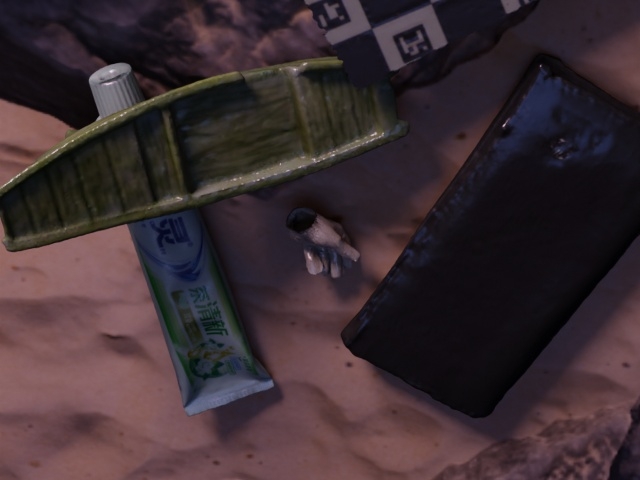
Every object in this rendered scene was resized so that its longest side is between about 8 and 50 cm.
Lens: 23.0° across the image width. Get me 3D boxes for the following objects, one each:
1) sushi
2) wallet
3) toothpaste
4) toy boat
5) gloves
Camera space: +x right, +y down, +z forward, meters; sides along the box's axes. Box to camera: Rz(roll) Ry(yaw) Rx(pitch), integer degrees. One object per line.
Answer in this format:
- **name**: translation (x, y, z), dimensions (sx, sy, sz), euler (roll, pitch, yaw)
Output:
- **sushi**: translation (0.072, -0.230, 1.026), dimensions (0.215, 0.050, 0.192), euler (-26, 118, 11)
- **wallet**: translation (0.142, 0.009, 1.169), dimensions (0.146, 0.030, 0.285), euler (27, 117, -16)
- **toothpaste**: translation (-0.109, 0.005, 1.175), dimensions (0.074, 0.048, 0.297), euler (-18, 120, -1)
- **toy boat**: translation (-0.085, -0.067, 1.086), dimensions (0.293, 0.055, 0.093), euler (-18, 122, -10)
- **gloves**: translation (0.001, -0.001, 1.165), dimensions (0.044, 0.037, 0.081), euler (14, 145, 37)
